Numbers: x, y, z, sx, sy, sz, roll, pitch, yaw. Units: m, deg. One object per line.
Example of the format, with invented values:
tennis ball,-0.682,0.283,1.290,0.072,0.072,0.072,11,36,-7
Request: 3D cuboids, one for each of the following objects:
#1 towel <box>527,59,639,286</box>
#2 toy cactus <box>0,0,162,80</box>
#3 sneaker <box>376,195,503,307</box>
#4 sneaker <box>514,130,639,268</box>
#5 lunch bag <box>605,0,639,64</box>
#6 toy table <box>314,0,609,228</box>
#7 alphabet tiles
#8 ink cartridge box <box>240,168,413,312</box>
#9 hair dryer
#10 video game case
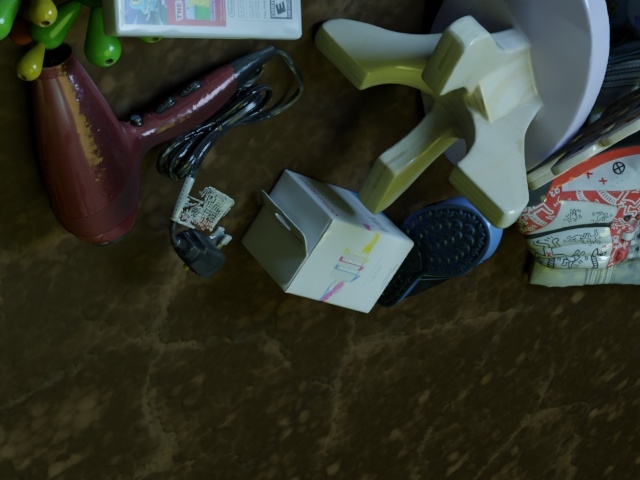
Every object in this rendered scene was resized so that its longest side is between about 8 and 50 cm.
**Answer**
towel,0.414,-0.077,1.834,0.312,0.056,0.324,-4,128,-23
toy cactus,-0.179,-0.225,1.229,0.219,0.112,0.180,-18,115,-26
sneaker,0.127,-0.002,1.621,0.090,0.081,0.232,-32,180,-32
sneaker,0.338,-0.058,1.729,0.270,0.090,0.145,-19,125,11
lunch bag,0.392,-0.289,1.608,0.223,0.160,0.262,-21,149,-32
toy table,0.132,-0.138,1.463,0.161,0.252,0.274,-32,149,-35
alphabet tiles,0.331,-0.136,1.566,0.284,0.021,0.278,-31,-176,28
ink cartridge box,0.000,0.000,1.562,0.143,0.092,0.090,16,112,-46
hair dryer,-0.153,-0.099,1.383,0.293,0.080,0.223,21,93,-54
video game case,-0.093,-0.257,1.231,0.183,0.023,0.201,-5,94,-42
